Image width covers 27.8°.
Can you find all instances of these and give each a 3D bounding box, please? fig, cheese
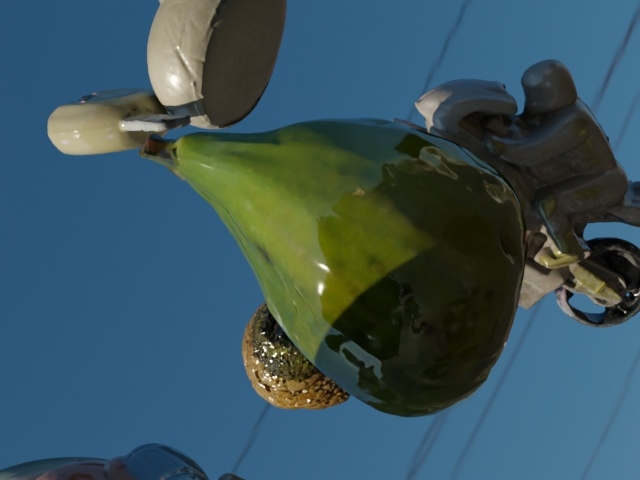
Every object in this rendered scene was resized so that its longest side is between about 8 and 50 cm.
[{"bbox_3d":[0.022,0.008,1.021,0.314,0.233,0.233,20,-84,-25],"label":"fig"},{"bbox_3d":[-0.230,-0.154,1.636,0.163,0.249,0.071,-23,-71,-52],"label":"cheese"}]

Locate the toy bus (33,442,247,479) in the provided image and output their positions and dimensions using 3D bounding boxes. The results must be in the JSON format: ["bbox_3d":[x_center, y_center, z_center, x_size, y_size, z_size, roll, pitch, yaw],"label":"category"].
[{"bbox_3d":[-0.094,0.244,0.759,0.287,0.194,0.232,32,-91,-35],"label":"toy bus"}]

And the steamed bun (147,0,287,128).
[{"bbox_3d":[-0.136,-0.257,1.614,0.177,0.130,0.228,10,-79,-62],"label":"steamed bun"}]

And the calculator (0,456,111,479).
[{"bbox_3d":[-0.216,0.244,0.913,0.184,0.042,0.295,10,-48,-32],"label":"calculator"}]

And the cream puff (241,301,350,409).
[{"bbox_3d":[-0.024,0.131,1.780,0.183,0.183,0.169,-51,-22,-20],"label":"cream puff"}]

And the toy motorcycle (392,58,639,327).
[{"bbox_3d":[0.195,-0.055,1.213,0.223,0.340,0.108,-58,14,18],"label":"toy motorcycle"}]
